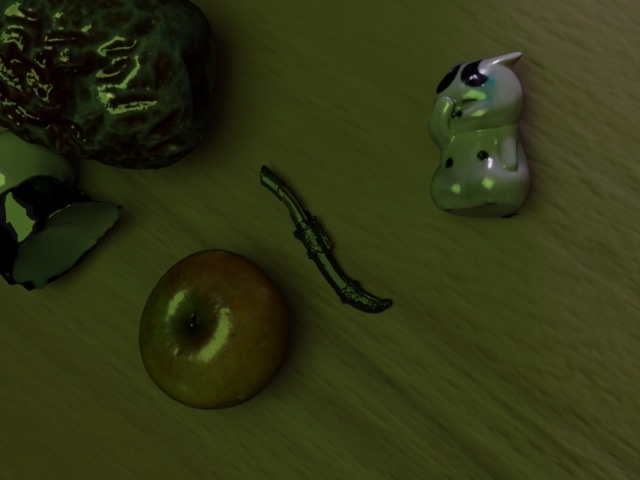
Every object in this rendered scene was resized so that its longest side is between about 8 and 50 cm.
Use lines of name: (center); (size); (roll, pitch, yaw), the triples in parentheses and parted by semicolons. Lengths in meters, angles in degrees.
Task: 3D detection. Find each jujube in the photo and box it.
jujube: (-0.269, -0.204, 1.751); (0.317, 0.226, 0.226); (14, 95, 20)

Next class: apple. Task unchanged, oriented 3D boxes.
apple: (-0.119, 0.106, 1.738); (0.182, 0.155, 0.182); (-6, 75, 23)

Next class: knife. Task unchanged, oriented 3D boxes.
knife: (-0.004, 0.005, 1.765); (0.045, 0.021, 0.222); (-43, 82, 15)

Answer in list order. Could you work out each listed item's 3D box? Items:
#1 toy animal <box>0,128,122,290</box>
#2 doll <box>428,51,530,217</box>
toy animal: (-0.346, -0.051, 1.825); (0.166, 0.138, 0.179); (-35, 71, -5)
doll: (0.174, -0.112, 1.660); (0.110, 0.107, 0.180); (-5, 90, 38)
